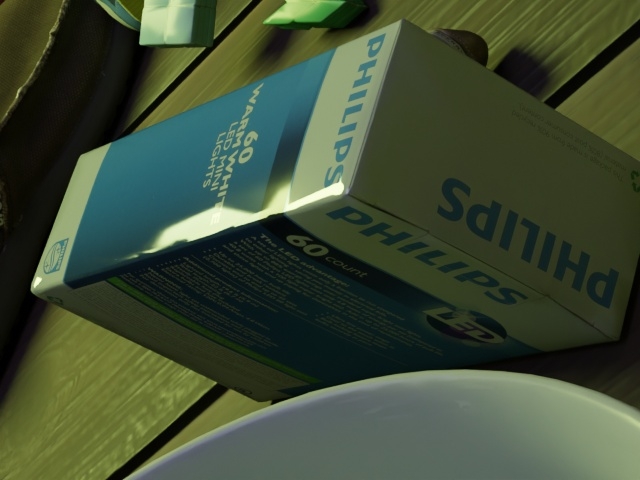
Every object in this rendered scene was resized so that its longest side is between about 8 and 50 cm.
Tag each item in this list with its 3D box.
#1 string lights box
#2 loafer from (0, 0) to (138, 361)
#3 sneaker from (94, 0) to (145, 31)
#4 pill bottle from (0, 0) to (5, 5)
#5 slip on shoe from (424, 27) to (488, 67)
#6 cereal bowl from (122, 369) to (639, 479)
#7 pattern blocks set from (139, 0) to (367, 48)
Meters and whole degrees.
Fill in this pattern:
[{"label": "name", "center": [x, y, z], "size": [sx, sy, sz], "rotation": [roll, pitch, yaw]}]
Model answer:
[{"label": "string lights box", "center": [0.000, 0.000, 0.826], "size": [0.259, 0.133, 0.077], "rotation": [-16, 52, 55]}, {"label": "loafer", "center": [-0.230, -0.056, 1.290], "size": [0.134, 0.130, 0.366], "rotation": [-9, 58, 58]}, {"label": "sneaker", "center": [-0.145, -0.188, 1.264], "size": [0.053, 0.144, 0.059], "rotation": [-40, 2, -12]}, {"label": "pill bottle", "center": [-0.241, -0.180, 1.473], "size": [0.086, 0.086, 0.152], "rotation": [17, 82, 63]}, {"label": "slip on shoe", "center": [0.030, -0.049, 0.925], "size": [0.041, 0.051, 0.135], "rotation": [-31, -18, -54]}, {"label": "cereal bowl", "center": [0.005, 0.205, 0.566], "size": [0.339, 0.141, 0.339], "rotation": [-25, 33, 17]}, {"label": "pattern blocks set", "center": [-0.028, -0.270, 1.095], "size": [0.285, 0.026, 0.325], "rotation": [-10, 79, 43]}]
